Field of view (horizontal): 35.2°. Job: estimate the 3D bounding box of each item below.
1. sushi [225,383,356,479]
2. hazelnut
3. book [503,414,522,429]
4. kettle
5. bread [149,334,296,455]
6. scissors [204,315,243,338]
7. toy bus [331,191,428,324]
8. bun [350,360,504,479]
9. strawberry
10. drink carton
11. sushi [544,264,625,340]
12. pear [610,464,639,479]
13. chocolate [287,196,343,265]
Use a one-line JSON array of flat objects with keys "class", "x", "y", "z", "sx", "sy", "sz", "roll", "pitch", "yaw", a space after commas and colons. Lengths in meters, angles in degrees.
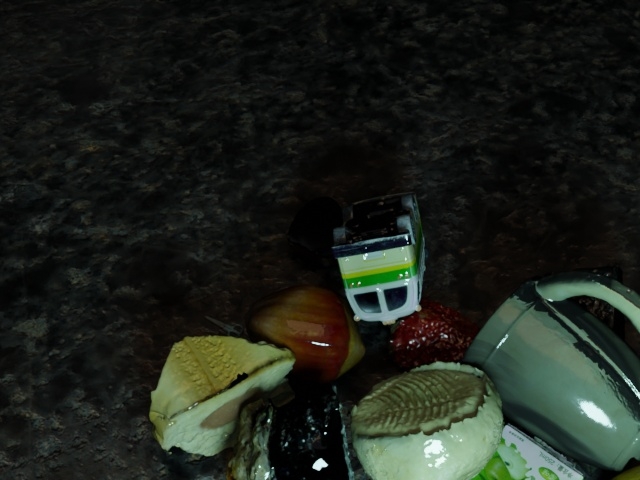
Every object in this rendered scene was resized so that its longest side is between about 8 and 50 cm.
[{"class": "sushi", "x": -0.052, "y": 0.353, "z": 1.610, "sx": 0.218, "sy": 0.225, "sz": 0.238, "roll": -9, "pitch": 20, "yaw": 7}, {"class": "hazelnut", "x": -0.028, "y": 0.166, "z": 1.798, "sx": 0.180, "sy": 0.212, "sz": 0.181, "roll": -26, "pitch": 91, "yaw": 6}, {"class": "book", "x": 0.344, "y": 0.257, "z": 1.834, "sx": 0.167, "sy": 0.013, "sz": 0.192, "roll": -13, "pitch": 49, "yaw": -12}, {"class": "kettle", "x": 0.439, "y": 0.210, "z": 1.651, "sx": 0.324, "sy": 0.321, "sz": 0.228, "roll": 40, "pitch": 32, "yaw": 22}, {"class": "bread", "x": -0.174, "y": 0.280, "z": 1.691, "sx": 0.224, "sy": 0.184, "sz": 0.211, "roll": 13, "pitch": 51, "yaw": 14}, {"class": "scissors", "x": -0.186, "y": 0.161, "z": 1.915, "sx": 0.083, "sy": 0.006, "sz": 0.036, "roll": 24, "pitch": 54, "yaw": 19}, {"class": "toy bus", "x": 0.121, "y": 0.024, "z": 1.870, "sx": 0.143, "sy": 0.179, "sz": 0.305, "roll": -11, "pitch": 16, "yaw": 10}, {"class": "bun", "x": 0.176, "y": 0.309, "z": 1.593, "sx": 0.259, "sy": 0.152, "sz": 0.259, "roll": -14, "pitch": 16, "yaw": 4}, {"class": "strawberry", "x": 0.220, "y": 0.161, "z": 1.857, "sx": 0.208, "sy": 0.087, "sz": 0.167, "roll": 0, "pitch": 48, "yaw": 6}, {"class": "drink carton", "x": 0.284, "y": 0.442, "z": 1.602, "sx": 0.161, "sy": 0.108, "sz": 0.271, "roll": 33, "pitch": 57, "yaw": 29}, {"class": "sushi", "x": 0.473, "y": 0.133, "z": 1.859, "sx": 0.150, "sy": 0.153, "sz": 0.172, "roll": -2, "pitch": 77, "yaw": 25}, {"class": "pear", "x": 0.513, "y": 0.437, "z": 1.574, "sx": 0.178, "sy": 0.267, "sz": 0.267, "roll": 10, "pitch": 44, "yaw": 41}, {"class": "chocolate", "x": 0.000, "y": 0.000, "z": 2.018, "sx": 0.125, "sy": 0.080, "sz": 0.149, "roll": -24, "pitch": 59, "yaw": -6}]
